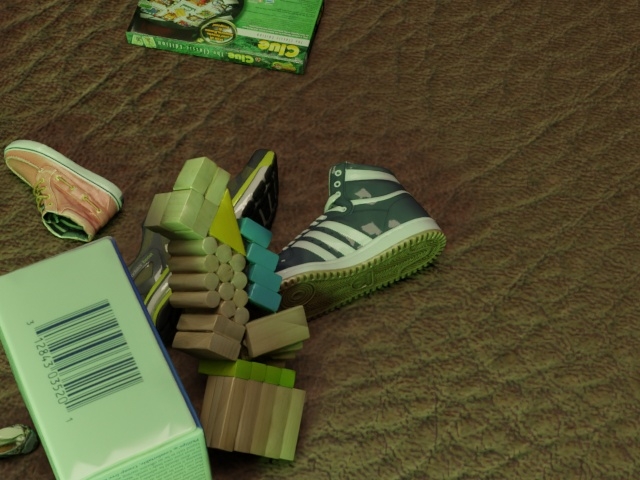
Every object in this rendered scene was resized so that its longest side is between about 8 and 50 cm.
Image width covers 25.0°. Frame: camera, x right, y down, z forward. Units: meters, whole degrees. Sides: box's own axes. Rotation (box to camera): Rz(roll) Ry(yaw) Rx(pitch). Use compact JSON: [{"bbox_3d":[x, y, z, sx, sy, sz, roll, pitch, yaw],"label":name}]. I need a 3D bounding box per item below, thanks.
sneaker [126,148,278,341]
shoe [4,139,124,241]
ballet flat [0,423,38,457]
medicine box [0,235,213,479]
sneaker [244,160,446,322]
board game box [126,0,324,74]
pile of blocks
[{"bbox_3d":[-0.154,-0.016,1.817,0.121,0.111,0.300,26,57,20],"label":"sneaker"},{"bbox_3d":[-0.349,-0.064,1.870,0.178,0.063,0.081,26,53,11],"label":"shoe"},{"bbox_3d":[-0.386,0.236,1.672,0.114,0.041,0.041,-15,56,-11],"label":"ballet flat"},{"bbox_3d":[-0.229,0.192,1.552,0.149,0.289,0.263,-22,58,-13],"label":"medicine box"},{"bbox_3d":[0.000,0.000,1.811,0.282,0.099,0.153,-20,57,-16],"label":"sneaker"},{"bbox_3d":[-0.135,-0.317,2.076,0.259,0.030,0.136,12,53,7],"label":"board game box"},{"bbox_3d":[-0.111,0.082,1.683,0.149,0.112,0.362,-13,96,-35],"label":"pile of blocks"}]
